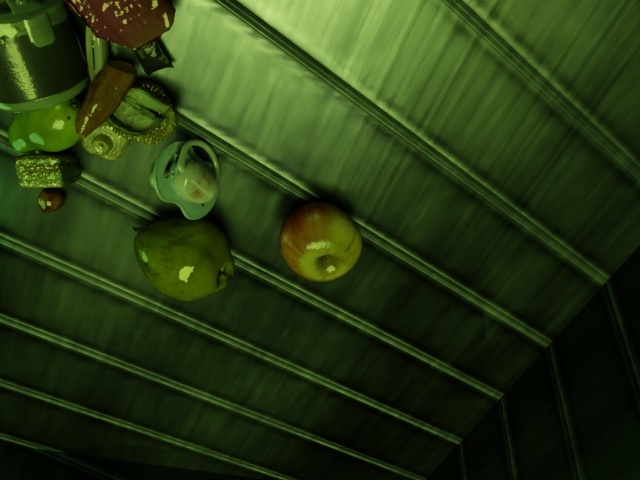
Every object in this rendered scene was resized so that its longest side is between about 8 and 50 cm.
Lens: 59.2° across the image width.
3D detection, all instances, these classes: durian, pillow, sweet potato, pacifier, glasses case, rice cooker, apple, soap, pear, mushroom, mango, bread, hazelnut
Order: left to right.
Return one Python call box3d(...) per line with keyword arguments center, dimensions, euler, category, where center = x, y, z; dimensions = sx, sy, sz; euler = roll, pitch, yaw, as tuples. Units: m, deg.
box3d(center=(-0.769, -0.500, 1.453), dimensions=(0.288, 0.288, 0.277), euler=(-7, 127, 0), category="rice cooker")
box3d(center=(-0.794, -0.336, 1.630), dimensions=(0.293, 0.175, 0.143), euler=(-11, 165, 30), category="mango")
box3d(center=(-0.828, -0.217, 1.721), dimensions=(0.138, 0.196, 0.102), euler=(-1, 101, -3), category="bread")
box3d(center=(-0.886, -0.132, 1.852), dimensions=(0.086, 0.086, 0.086), euler=(-3, 128, -3), category="hazelnut")
box3d(center=(-0.618, -0.530, 1.561), dimensions=(0.051, 0.081, 0.204), euler=(7, 125, -8), category="glasses case")
box3d(center=(-0.602, -0.395, 1.554), dimensions=(0.097, 0.097, 0.251), euler=(36, 82, -28), category="sweet potato")
box3d(center=(-0.651, -0.312, 1.707), dimensions=(0.148, 0.112, 0.148), euler=(3, 130, 3), category="mushroom")
box3d(center=(-0.526, -0.621, 1.403), dimensions=(0.220, 0.127, 0.325), euler=(-36, 134, -1), category="soap")
box3d(center=(-0.527, -0.376, 1.660), dimensions=(0.193, 0.237, 0.138), euler=(-37, 168, 0), category="durian")
box3d(center=(-0.488, -0.539, 1.584), dimensions=(0.090, 0.048, 0.150), euler=(-22, 127, 3), category="pillow")
box3d(center=(-0.450, -0.204, 1.789), dimensions=(0.226, 0.238, 0.287), euler=(7, 163, 27), category="pacifier")
box3d(center=(-0.476, 0.048, 1.910), dimensions=(0.375, 0.287, 0.287), euler=(29, 123, 2), category="pear")
box3d(center=(0.000, 0.000, 1.938), dimensions=(0.286, 0.233, 0.286), euler=(-5, 129, -7), category="apple")
